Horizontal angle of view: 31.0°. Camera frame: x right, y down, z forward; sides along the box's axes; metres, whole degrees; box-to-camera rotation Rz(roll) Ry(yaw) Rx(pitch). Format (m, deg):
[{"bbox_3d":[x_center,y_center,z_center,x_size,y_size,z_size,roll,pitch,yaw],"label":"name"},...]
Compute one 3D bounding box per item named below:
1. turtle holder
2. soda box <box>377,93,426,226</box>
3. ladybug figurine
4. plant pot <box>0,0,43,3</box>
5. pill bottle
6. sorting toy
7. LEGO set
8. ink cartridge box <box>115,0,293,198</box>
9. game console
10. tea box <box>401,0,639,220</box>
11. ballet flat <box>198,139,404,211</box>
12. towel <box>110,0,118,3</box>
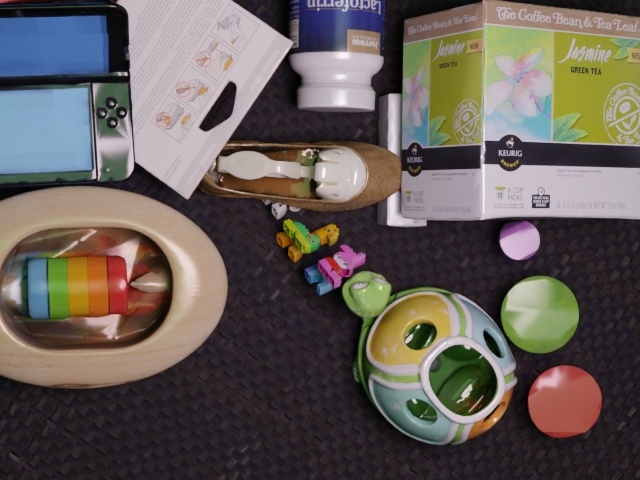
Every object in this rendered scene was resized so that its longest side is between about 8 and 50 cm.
[{"bbox_3d":[0.182,0.174,1.836,0.243,0.227,0.320,-18,96,-9],"label":"turtle holder"},{"bbox_3d":[0.134,-0.131,1.890,0.069,0.074,0.216,-1,93,-11],"label":"soda box"},{"bbox_3d":[-0.371,0.068,1.758,0.450,0.162,0.305,3,93,-11],"label":"ladybug figurine"},{"bbox_3d":[-0.441,-0.458,1.659,0.275,0.243,0.274,0,93,5],"label":"plant pot"},{"bbox_3d":[0.026,-0.338,1.821,0.153,0.153,0.264,0,93,-11],"label":"pill bottle"},{"bbox_3d":[0.364,0.143,1.931,0.127,0.126,0.365,-16,91,1],"label":"sorting toy"},{"bbox_3d":[0.000,0.000,1.851,0.093,0.087,0.227,-24,53,-22],"label":"LEGO set"},{"bbox_3d":[-0.224,-0.256,1.770,0.261,0.066,0.296,35,98,1],"label":"ink cartridge box"},{"bbox_3d":[-0.415,-0.199,1.642,0.293,0.173,0.250,-3,94,-9],"label":"game console"},{"bbox_3d":[0.320,-0.192,1.807,0.329,0.220,0.323,-2,92,-29],"label":"tea box"},{"bbox_3d":[-0.040,-0.109,1.796,0.343,0.124,0.116,6,89,3],"label":"ballet flat"},{"bbox_3d":[-0.204,-0.487,1.793,0.237,0.037,0.329,35,100,-9],"label":"towel"}]
